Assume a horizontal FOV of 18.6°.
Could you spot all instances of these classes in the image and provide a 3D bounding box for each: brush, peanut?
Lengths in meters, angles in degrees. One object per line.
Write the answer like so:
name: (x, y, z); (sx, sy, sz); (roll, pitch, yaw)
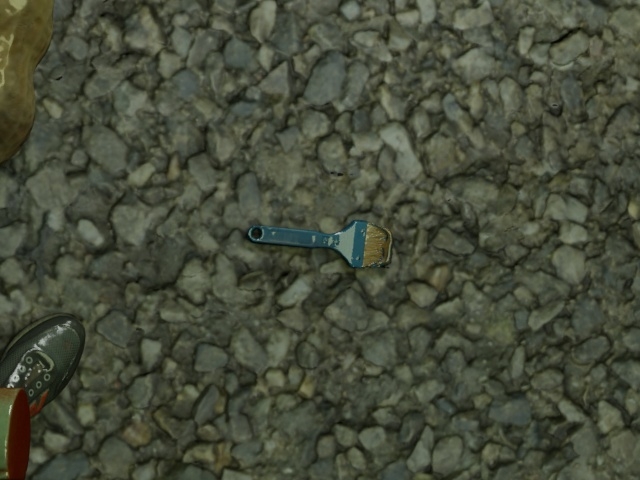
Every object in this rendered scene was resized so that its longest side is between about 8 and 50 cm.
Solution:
brush: (0.000, 0.000, 2.079); (0.164, 0.014, 0.051); (5, 89, -19)
peanut: (-0.309, -0.184, 1.919); (0.085, 0.104, 0.228); (11, 90, 17)

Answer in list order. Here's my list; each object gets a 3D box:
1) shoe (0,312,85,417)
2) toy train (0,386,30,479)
shoe: (-0.302, 0.152, 1.943); (0.194, 0.077, 0.074); (-45, 104, -12)
toy train: (-0.401, 0.210, 1.848); (0.285, 0.116, 0.177); (1, 80, 8)
